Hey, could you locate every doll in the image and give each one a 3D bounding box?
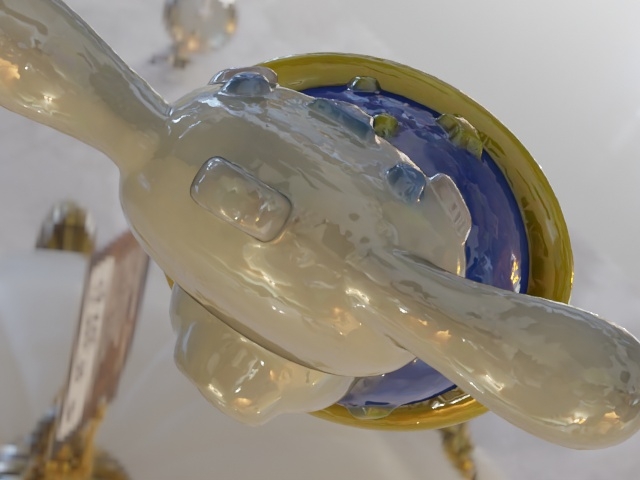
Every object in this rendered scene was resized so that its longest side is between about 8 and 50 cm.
[{"bbox_3d":[-0.029,-0.004,0.781,0.311,0.160,0.242,31,-159,-3],"label":"doll"}]
